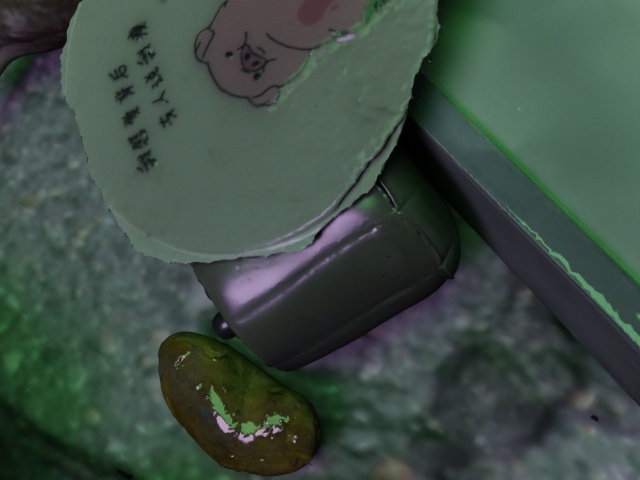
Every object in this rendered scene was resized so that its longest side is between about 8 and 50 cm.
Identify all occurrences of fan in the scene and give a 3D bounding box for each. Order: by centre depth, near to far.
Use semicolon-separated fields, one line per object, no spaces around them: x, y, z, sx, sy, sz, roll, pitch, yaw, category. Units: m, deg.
0.023;-0.110;0.340;0.310;0.010;0.182;-28;71;17;fan

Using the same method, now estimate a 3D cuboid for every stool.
0.000;0.000;0.387;0.110;0.096;0.096;-35;64;7;stool

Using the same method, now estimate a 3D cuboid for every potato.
-0.041;0.077;0.398;0.092;0.045;0.046;30;66;20;potato

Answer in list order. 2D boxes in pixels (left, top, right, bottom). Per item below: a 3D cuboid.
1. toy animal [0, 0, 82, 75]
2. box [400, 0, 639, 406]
-0.100;-0.161;0.469;0.233;0.121;0.168;-6;80;18;toy animal
0.111;-0.060;0.379;0.129;0.086;0.225;-40;64;0;box
